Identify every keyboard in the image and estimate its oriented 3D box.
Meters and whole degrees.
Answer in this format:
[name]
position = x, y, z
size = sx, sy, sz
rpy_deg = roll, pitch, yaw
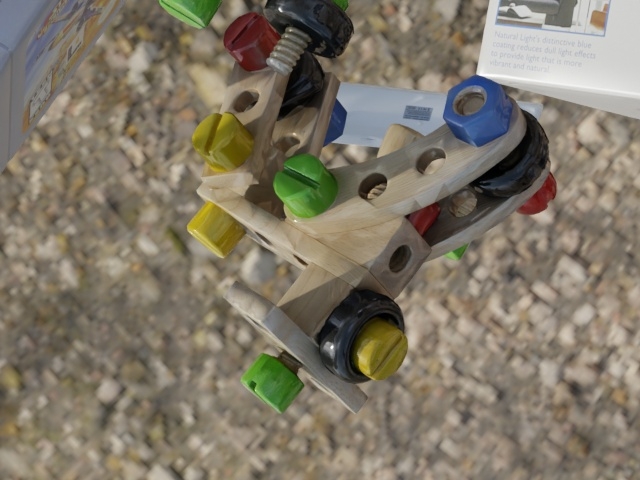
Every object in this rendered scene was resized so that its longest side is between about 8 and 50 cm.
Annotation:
[keyboard]
position = 0.097, -0.123, 1.698
size = 0.256, 0.014, 0.072
rpy_deg = 5, 125, -12

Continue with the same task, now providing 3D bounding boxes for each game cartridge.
[game cartridge]
position = -0.193, -0.170, 1.188
size = 0.062, 0.297, 0.198
rpy_deg = 33, 157, -3

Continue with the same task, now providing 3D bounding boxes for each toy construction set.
[toy construction set]
position = 0.000, 0.000, 1.114
size = 0.257, 0.237, 0.309
rpy_deg = 28, 169, 15

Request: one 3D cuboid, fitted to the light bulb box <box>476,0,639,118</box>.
[light bulb box]
position = 0.355, -0.289, 1.536
size = 0.225, 0.358, 0.361
rpy_deg = 13, 94, 39
